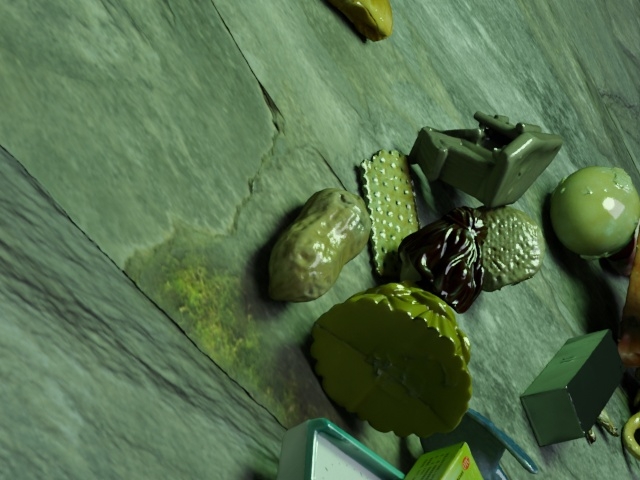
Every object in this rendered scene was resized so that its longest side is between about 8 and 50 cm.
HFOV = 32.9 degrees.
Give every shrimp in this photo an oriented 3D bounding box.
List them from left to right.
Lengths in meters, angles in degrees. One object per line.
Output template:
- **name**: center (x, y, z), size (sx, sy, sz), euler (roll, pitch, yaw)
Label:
- **shrimp**: center (0.472, 0.317, 1.844), size (0.114, 0.023, 0.083), euler (47, 42, -24)

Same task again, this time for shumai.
- **shumai**: center (0.260, 0.019, 1.612), size (0.116, 0.145, 0.146), euler (91, -7, -70)

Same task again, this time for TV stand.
- **TV stand**: center (0.412, 0.230, 1.745), size (0.269, 0.082, 0.088), euler (-30, 98, -58)

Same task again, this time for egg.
- **egg**: center (0.492, -0.052, 1.942), size (0.164, 0.164, 0.201), euler (62, 31, -14)

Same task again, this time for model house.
- **model house**: center (0.231, -0.128, 1.586), size (0.229, 0.188, 0.122), euler (-13, 122, -61)

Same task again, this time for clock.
- **clock**: center (0.035, 0.342, 1.100), size (0.262, 0.116, 0.231), euler (43, 37, -38)

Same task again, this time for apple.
- **apple**: center (0.634, 0.100, 1.956), size (0.293, 0.163, 0.251), euler (81, 26, -46)

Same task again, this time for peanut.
- **peanut**: center (0.000, 0.000, 1.245), size (0.214, 0.099, 0.100), euler (-45, 112, -49)

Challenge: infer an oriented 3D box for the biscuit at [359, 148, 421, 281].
- **biscuit**: center (0.098, -0.036, 1.470), size (0.144, 0.016, 0.203), euler (14, 63, -53)

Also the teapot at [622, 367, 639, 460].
- **teapot**: center (0.648, 0.295, 2.006), size (0.311, 0.167, 0.203), euler (-39, 153, -32)

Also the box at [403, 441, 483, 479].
- **box**: center (0.120, 0.335, 1.067), size (0.175, 0.062, 0.260), euler (64, 29, -4)

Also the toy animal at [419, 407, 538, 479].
- **toy animal**: center (0.178, 0.257, 1.311), size (0.255, 0.239, 0.176), euler (29, 70, 7)

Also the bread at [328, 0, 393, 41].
- **bread**: center (0.056, -0.342, 1.534), size (0.132, 0.053, 0.074), euler (41, 43, -41)

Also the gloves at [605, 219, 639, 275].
- **gloves**: center (0.641, -0.003, 2.181), size (0.241, 0.126, 0.145), euler (-4, 72, -49)

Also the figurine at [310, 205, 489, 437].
- **figurine**: center (0.123, 0.079, 1.329), size (0.315, 0.187, 0.168), euler (-54, 155, -59)
